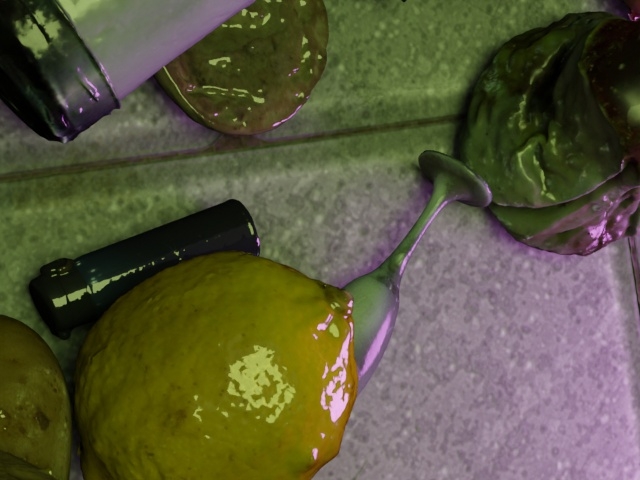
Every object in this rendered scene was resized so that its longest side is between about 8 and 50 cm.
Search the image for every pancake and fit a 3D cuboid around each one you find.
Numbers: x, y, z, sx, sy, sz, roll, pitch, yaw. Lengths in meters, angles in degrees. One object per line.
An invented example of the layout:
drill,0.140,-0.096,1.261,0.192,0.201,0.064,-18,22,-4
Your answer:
pancake,-0.095,-0.231,1.917,0.242,0.050,0.242,5,79,-29

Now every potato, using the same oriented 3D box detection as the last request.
potato,-0.325,0.149,1.727,0.203,0.178,0.158,19,66,-17

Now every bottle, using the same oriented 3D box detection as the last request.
bottle,-0.183,0.026,1.845,0.244,0.072,0.082,-23,114,-25

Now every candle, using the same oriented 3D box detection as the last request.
candle,-0.198,-0.268,1.744,0.342,0.221,0.221,-39,104,-7

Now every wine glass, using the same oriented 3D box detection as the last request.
wine glass,0.000,0.000,1.954,0.264,0.096,0.309,35,73,0

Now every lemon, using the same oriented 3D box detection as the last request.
lemon,-0.098,0.149,1.766,0.322,0.268,0.268,-26,100,5

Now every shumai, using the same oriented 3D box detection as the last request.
shumai,0.348,-0.128,2.007,0.304,0.263,0.309,31,74,-19

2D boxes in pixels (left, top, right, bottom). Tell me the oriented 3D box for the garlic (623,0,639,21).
garlic,0.448,-0.328,2.128,0.191,0.214,0.160,8,57,9
